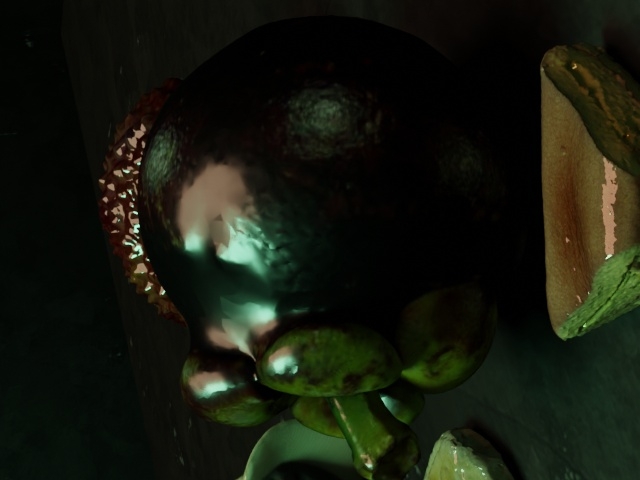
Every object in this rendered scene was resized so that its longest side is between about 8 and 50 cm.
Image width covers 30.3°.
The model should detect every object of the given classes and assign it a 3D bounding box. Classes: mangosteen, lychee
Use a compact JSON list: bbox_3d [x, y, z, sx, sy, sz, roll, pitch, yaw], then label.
[{"bbox_3d":[-0.004,-0.006,0.873,0.313,0.297,0.297,-58,20,-6],"label":"mangosteen"},{"bbox_3d":[-0.093,-0.038,1.173,0.300,0.264,0.264,-19,-76,-74],"label":"lychee"}]

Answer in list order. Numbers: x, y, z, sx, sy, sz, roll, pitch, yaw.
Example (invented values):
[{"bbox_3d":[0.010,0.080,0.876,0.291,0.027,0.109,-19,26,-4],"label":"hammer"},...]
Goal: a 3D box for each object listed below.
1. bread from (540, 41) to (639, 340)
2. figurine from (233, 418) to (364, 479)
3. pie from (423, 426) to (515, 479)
[{"bbox_3d":[0.178,-0.023,0.717,0.119,0.067,0.192,-143,50,-75],"label":"bread"},{"bbox_3d":[0.000,0.345,1.188,0.204,0.185,0.332,-52,31,14],"label":"figurine"},{"bbox_3d":[0.128,0.262,0.997,0.195,0.046,0.195,174,90,-72],"label":"pie"}]
